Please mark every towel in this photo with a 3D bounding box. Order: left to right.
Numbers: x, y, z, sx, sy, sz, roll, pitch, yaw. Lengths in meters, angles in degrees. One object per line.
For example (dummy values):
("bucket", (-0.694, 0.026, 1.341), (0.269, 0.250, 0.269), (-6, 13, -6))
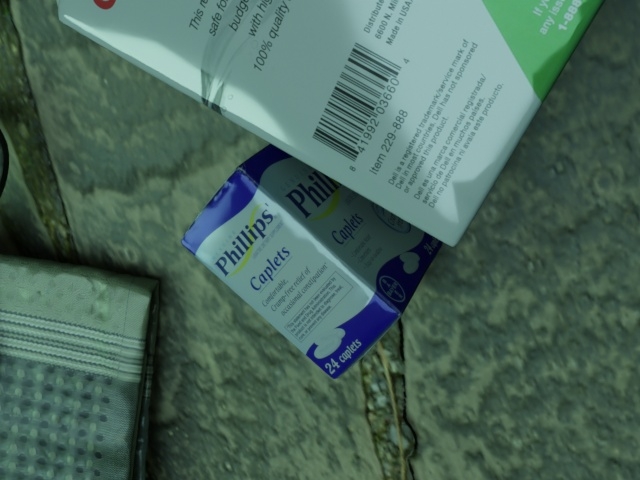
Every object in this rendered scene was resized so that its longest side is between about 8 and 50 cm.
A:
("towel", (-0.304, 0.152, 0.757), (0.324, 0.056, 0.312), (11, 101, 5))

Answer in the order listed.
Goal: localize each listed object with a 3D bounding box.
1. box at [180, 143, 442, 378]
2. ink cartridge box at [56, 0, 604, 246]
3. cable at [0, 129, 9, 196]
("box", (0.000, 0.000, 0.584), (0.137, 0.126, 0.072), (41, 119, 1))
("ink cartridge box", (0.014, -0.167, 0.516), (0.289, 0.121, 0.211), (31, 117, 7))
("cable", (-0.305, 0.044, 0.673), (0.139, 0.072, 0.287), (30, 102, -5))
